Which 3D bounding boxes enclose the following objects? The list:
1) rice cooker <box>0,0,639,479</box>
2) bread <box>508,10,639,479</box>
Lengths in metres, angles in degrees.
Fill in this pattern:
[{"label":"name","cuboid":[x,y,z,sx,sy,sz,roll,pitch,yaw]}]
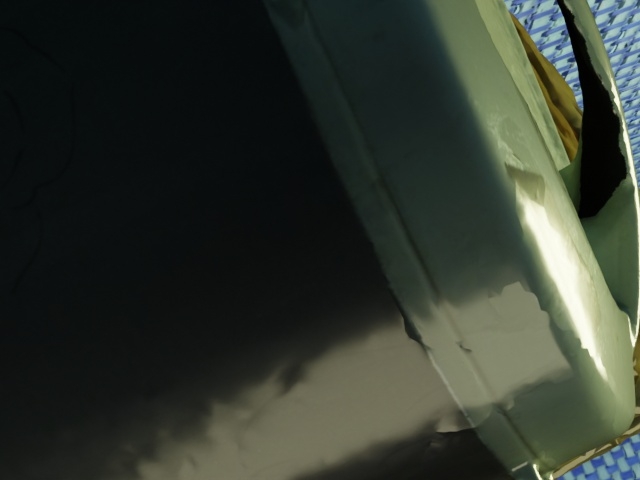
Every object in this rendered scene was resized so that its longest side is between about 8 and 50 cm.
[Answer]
[{"label":"rice cooker","cuboid":[-0.039,-0.025,0.660,0.277,0.288,0.288,-25,169,11]},{"label":"bread","cuboid":[0.000,0.000,0.904,0.277,0.324,0.167,-33,123,14]}]
